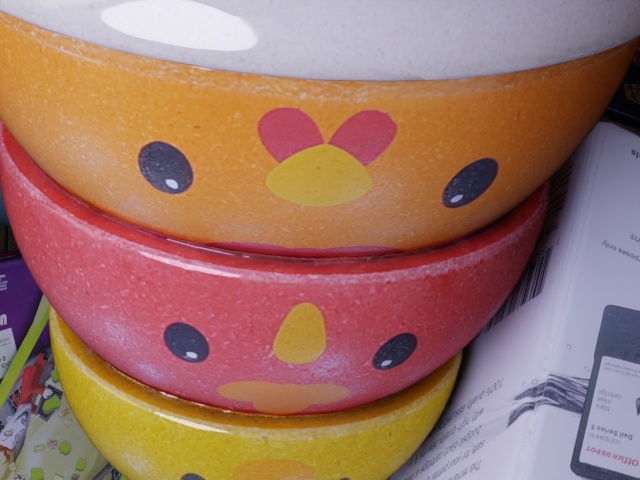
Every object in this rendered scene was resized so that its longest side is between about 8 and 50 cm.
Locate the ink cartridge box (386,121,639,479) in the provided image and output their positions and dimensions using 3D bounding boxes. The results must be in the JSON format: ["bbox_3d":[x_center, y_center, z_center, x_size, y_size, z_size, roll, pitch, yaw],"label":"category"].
[{"bbox_3d":[0.117,0.108,0.865,0.198,0.114,0.273,-49,20,59],"label":"ink cartridge box"}]

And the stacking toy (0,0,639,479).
[{"bbox_3d":[-0.021,0.021,0.843,0.350,0.350,0.480,-120,30,-56],"label":"stacking toy"}]

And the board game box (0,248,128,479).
[{"bbox_3d":[-0.125,0.102,0.950,0.056,0.347,0.208,0,96,36],"label":"board game box"}]

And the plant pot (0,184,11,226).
[{"bbox_3d":[-0.223,-0.146,1.557,0.341,0.334,0.341,-38,46,54],"label":"plant pot"}]

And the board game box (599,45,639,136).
[{"bbox_3d":[0.125,-0.114,0.966,0.060,0.194,0.194,-51,35,44],"label":"board game box"}]
